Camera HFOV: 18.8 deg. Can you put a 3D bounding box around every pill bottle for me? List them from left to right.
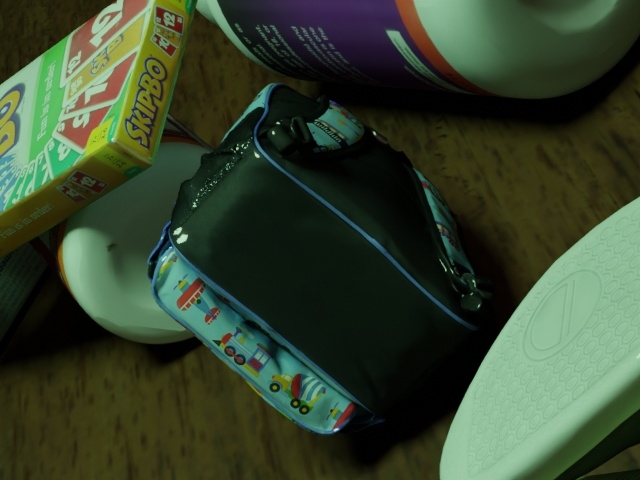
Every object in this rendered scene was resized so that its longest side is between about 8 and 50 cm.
[{"bbox_3d":[-0.125,-0.028,1.192,0.121,0.121,0.221,-38,28,-7],"label":"pill bottle"},{"bbox_3d":[0.044,-0.184,1.191,0.181,0.181,0.323,-47,30,-22],"label":"pill bottle"}]

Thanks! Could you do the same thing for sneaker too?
[{"bbox_3d":[0.189,0.032,0.762,0.296,0.147,0.104,-45,24,11],"label":"sneaker"}]

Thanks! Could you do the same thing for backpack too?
[{"bbox_3d":[0.000,0.000,0.989,0.117,0.158,0.173,-47,11,15],"label":"backpack"}]

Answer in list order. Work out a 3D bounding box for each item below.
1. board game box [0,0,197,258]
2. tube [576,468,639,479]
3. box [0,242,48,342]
[{"bbox_3d":[-0.170,-0.052,1.126,0.259,0.039,0.124,-30,38,45],"label":"board game box"},{"bbox_3d":[0.159,0.113,0.745,0.240,0.070,0.062,-13,74,42],"label":"tube"},{"bbox_3d":[-0.260,0.008,1.261,0.072,0.137,0.126,-17,32,35],"label":"box"}]
